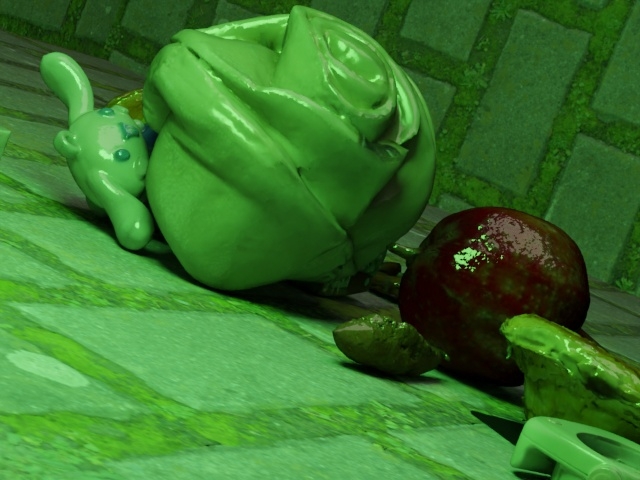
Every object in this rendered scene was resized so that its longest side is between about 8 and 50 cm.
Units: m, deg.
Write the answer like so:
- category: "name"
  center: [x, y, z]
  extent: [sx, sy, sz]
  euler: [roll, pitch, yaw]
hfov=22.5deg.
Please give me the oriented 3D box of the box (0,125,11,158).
- category: "box"
  center: [-0.477, -0.126, 1.865]
  extent: [0.135, 0.081, 0.199]
  euler: [25, 6, 26]

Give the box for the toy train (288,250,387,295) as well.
- category: "toy train"
  center: [-0.066, -0.031, 2.180]
  extent: [0.326, 0.129, 0.159]
  euler: [26, 14, 26]

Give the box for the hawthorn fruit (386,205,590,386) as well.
- category: "hawthorn fruit"
  center: [0.194, 0.055, 1.907]
  extent: [0.249, 0.215, 0.215]
  euler: [27, 7, 2]

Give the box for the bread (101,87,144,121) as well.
- category: "bread"
  center: [-0.255, -0.167, 2.620]
  extent: [0.229, 0.139, 0.143]
  euler: [14, 18, -41]

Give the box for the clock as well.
- category: "clock"
  center: [0.284, 0.232, 1.507]
  extent: [0.151, 0.062, 0.191]
  euler: [17, 9, -36]

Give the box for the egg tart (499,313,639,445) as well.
- category: "egg tart"
  center: [0.311, 0.181, 1.715]
  extent: [0.294, 0.116, 0.295]
  euler: [28, -1, 0]

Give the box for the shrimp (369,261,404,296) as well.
- category: "shrimp"
  center: [0.136, 0.062, 2.385]
  extent: [0.173, 0.058, 0.253]
  euler: [15, 7, 17]

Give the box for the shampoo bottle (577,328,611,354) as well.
- category: "shampoo bottle"
  center: [0.355, 0.164, 2.207]
  extent: [0.102, 0.064, 0.260]
  euler: [21, 8, -10]

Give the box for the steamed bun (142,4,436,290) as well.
- category: "steamed bun"
  center: [-0.019, -0.128, 1.917]
  extent: [0.367, 0.255, 0.342]
  euler: [-1, 63, -44]

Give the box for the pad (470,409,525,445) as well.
- category: "pad"
  center: [0.238, 0.219, 1.701]
  extent: [0.112, 0.003, 0.157]
  euler: [18, 8, -31]

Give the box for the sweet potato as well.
- category: "sweet potato"
  center: [0.084, 0.118, 1.765]
  extent: [0.206, 0.068, 0.060]
  euler: [21, 29, -53]

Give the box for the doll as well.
- category: "doll"
  center: [-0.244, -0.104, 2.031]
  extent: [0.242, 0.159, 0.311]
  euler: [-20, 65, -40]
